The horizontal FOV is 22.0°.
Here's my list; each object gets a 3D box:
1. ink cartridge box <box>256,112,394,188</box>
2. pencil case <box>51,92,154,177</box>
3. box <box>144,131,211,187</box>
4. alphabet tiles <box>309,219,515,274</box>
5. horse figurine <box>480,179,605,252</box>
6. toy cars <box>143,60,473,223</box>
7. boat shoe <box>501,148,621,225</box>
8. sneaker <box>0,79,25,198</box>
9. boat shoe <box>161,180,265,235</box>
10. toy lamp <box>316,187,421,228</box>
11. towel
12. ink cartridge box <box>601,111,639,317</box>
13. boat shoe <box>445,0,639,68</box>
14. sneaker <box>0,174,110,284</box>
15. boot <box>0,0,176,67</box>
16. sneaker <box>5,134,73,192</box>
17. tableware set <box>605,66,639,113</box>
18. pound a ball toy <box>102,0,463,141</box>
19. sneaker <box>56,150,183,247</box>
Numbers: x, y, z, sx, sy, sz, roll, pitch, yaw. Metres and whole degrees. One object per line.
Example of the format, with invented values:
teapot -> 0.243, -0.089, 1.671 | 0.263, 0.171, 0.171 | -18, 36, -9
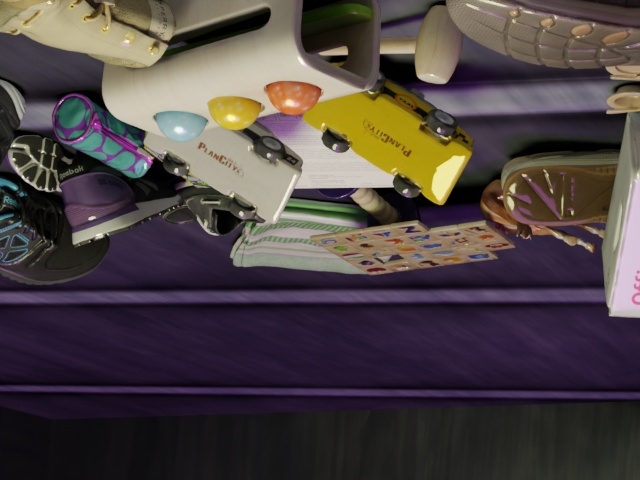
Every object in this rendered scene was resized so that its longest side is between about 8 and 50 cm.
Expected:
ink cartridge box -> -0.001, -0.142, 1.966 | 0.181, 0.056, 0.225 | 0, 146, 13
pencil case -> -0.261, -0.127, 2.010 | 0.070, 0.064, 0.151 | 13, 172, 31
box -> -0.158, -0.115, 2.054 | 0.059, 0.054, 0.169 | -1, 165, 19
alphabet tiles -> 0.134, 0.006, 2.240 | 0.237, 0.009, 0.198 | -9, 161, 25
horse figurine -> 0.278, -0.033, 2.202 | 0.174, 0.066, 0.263 | 21, -178, 25
toy cars -> -0.009, -0.118, 1.870 | 0.393, 0.176, 0.087 | -6, -160, 26
boat shoe -> 0.376, -0.068, 2.055 | 0.302, 0.109, 0.098 | 2, -156, 2
sneaker -> -0.447, -0.130, 1.868 | 0.101, 0.153, 0.268 | -8, 161, 36
boat shoe -> -0.149, -0.045, 2.274 | 0.084, 0.079, 0.233 | 14, 164, -39
toy lamp -> 0.073, -0.049, 2.205 | 0.080, 0.080, 0.274 | -3, 165, 21
towel -> 0.000, 0.000, 2.483 | 0.247, 0.038, 0.325 | 5, 165, -8
ink cartridge box -> 0.497, -0.023, 1.924 | 0.306, 0.131, 0.226 | 5, 129, 2
boat shoe -> 0.267, -0.221, 1.423 | 0.355, 0.130, 0.132 | 4, 170, -25
sneaker -> -0.437, -0.020, 2.341 | 0.340, 0.125, 0.139 | 12, 158, -36
boot -> -0.218, -0.233, 1.543 | 0.203, 0.095, 0.262 | 14, 164, -32
sneaker -> -0.370, -0.091, 2.172 | 0.071, 0.068, 0.170 | 3, 167, 23
tableware set -> 0.381, -0.169, 1.795 | 0.141, 0.020, 0.169 | 0, 165, 12
pound a ball toy -> -0.039, -0.170, 1.665 | 0.319, 0.136, 0.208 | -9, 161, 40
sneaker -> -0.262, -0.079, 2.162 | 0.107, 0.124, 0.283 | -19, -176, 12
